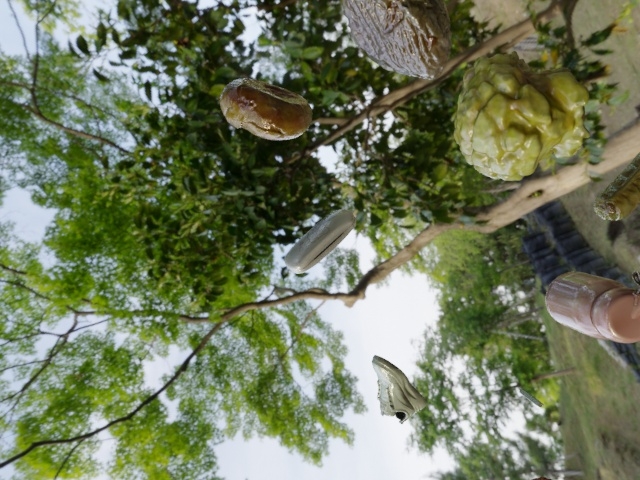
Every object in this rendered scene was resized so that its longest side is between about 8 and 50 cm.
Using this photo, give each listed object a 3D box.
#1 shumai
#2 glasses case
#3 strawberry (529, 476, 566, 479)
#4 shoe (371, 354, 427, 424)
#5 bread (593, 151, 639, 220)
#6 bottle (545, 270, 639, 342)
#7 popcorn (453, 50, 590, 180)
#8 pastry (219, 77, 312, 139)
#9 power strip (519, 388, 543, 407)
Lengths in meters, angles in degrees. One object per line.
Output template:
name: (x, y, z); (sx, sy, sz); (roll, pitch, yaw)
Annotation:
shumai: (0.226, -0.575, 1.105); (0.346, 0.217, 0.283); (45, -110, -28)
glasses case: (0.000, 0.000, 1.054); (0.074, 0.193, 0.049); (33, 162, 51)
strawberry: (0.340, 0.416, 0.721); (0.174, 0.228, 0.098); (101, -176, -73)
shoe: (0.256, 0.559, 1.688); (0.316, 0.159, 0.124); (47, 163, -23)
bread: (0.907, -0.158, 1.350); (0.098, 0.269, 0.087); (44, 169, 18)
bottle: (0.779, 0.170, 1.283); (0.173, 0.206, 0.297); (31, -177, 1)
popcorn: (0.376, -0.235, 0.893); (0.258, 0.270, 0.224); (46, 142, 45)
pastry: (-0.198, -0.484, 1.708); (0.356, 0.163, 0.356); (16, -157, -7)
power strip: (0.646, 0.483, 1.425); (0.027, 0.017, 0.083); (32, -178, -37)
